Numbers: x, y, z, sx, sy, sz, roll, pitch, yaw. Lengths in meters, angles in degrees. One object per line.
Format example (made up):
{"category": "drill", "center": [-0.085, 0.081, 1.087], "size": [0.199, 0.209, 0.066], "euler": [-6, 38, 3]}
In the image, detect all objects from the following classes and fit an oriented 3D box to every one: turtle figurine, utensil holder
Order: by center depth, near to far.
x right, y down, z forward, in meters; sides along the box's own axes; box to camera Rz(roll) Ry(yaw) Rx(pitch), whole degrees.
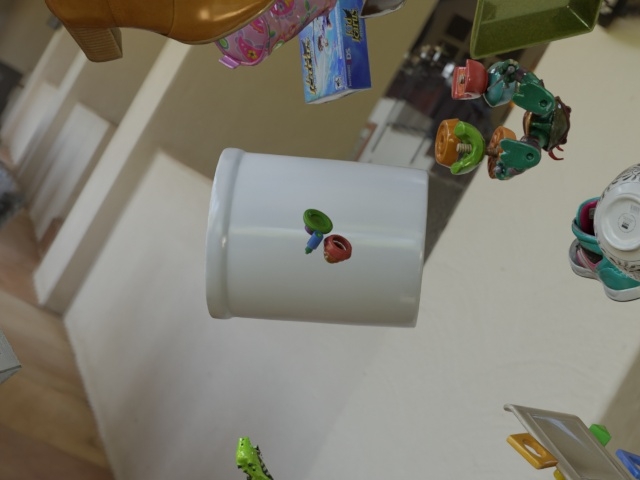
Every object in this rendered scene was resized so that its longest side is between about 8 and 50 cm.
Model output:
{"category": "turtle figurine", "center": [0.296, -0.171, 1.397], "size": [0.118, 0.175, 0.234], "euler": [-3, 10, 13]}
{"category": "utensil holder", "center": [0.000, 0.000, 1.863], "size": [0.386, 0.327, 0.327], "euler": [4, -2, 4]}

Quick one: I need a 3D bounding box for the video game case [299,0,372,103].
{"category": "video game case", "center": [0.020, -0.427, 2.018], "size": [0.061, 0.269, 0.244], "euler": [-7, 3, -19]}

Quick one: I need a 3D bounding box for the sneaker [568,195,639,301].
{"category": "sneaker", "center": [0.551, -0.006, 1.954], "size": [0.295, 0.124, 0.178], "euler": [-117, -172, -73]}

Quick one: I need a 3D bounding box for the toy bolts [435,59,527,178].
{"category": "toy bolts", "center": [0.335, -0.235, 1.942], "size": [0.159, 0.228, 0.218], "euler": [6, 3, -9]}

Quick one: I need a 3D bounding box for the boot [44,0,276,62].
{"category": "boot", "center": [-0.204, -0.343, 1.228], "size": [0.211, 0.295, 0.104], "euler": [73, -2, -55]}

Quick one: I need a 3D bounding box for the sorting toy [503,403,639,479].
{"category": "sorting toy", "center": [0.384, 0.331, 1.515], "size": [0.348, 0.047, 0.196], "euler": [16, 22, -40]}

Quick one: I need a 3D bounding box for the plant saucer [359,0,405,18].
{"category": "plant saucer", "center": [0.137, -0.415, 1.249], "size": [0.050, 0.310, 0.310], "euler": [26, 0, 0]}

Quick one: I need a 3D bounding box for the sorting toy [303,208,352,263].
{"category": "sorting toy", "center": [0.001, 0.001, 1.521], "size": [0.102, 0.042, 0.061], "euler": [48, 36, 19]}

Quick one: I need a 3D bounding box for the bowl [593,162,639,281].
{"category": "bowl", "center": [0.423, -0.024, 1.304], "size": [0.080, 0.170, 0.170], "euler": [-2, 23, -43]}

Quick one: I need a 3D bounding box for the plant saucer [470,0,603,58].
{"category": "plant saucer", "center": [0.265, -0.325, 1.194], "size": [0.188, 0.188, 0.045], "euler": [94, -28, -46]}

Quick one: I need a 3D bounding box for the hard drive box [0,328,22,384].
{"category": "hard drive box", "center": [-0.608, 0.165, 1.525], "size": [0.181, 0.089, 0.232], "euler": [57, 23, 10]}

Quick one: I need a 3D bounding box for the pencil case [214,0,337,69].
{"category": "pencil case", "center": [-0.078, -0.391, 1.674], "size": [0.124, 0.124, 0.284], "euler": [30, 42, 10]}

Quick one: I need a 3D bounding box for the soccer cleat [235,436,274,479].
{"category": "soccer cleat", "center": [-0.137, 0.483, 2.111], "size": [0.060, 0.072, 0.179], "euler": [-9, -41, 10]}
